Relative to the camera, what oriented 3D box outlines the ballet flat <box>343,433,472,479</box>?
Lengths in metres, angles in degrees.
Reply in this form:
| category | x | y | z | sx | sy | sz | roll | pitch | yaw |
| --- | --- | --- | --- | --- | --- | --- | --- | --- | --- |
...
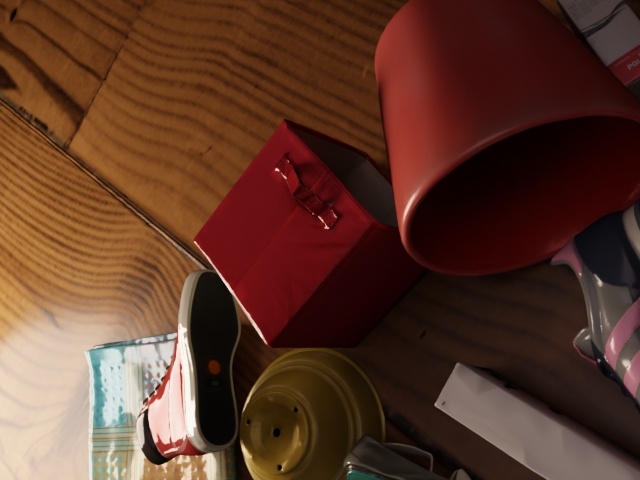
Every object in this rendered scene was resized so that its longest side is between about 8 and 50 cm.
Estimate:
| category | x | y | z | sx | sy | sz | roll | pitch | yaw |
| --- | --- | --- | --- | --- | --- | --- | --- | --- | --- |
| ballet flat | 0.130 | 0.277 | 0.864 | 0.213 | 0.072 | 0.068 | 20 | 50 | 20 |

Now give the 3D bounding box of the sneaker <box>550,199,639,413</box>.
| category | x | y | z | sx | sy | sz | roll | pitch | yaw |
| --- | --- | --- | --- | --- | --- | --- | --- | --- | --- |
| sneaker | 0.333 | 0.126 | 0.770 | 0.131 | 0.112 | 0.319 | -30 | 62 | 41 |

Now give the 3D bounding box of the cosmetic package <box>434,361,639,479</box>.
| category | x | y | z | sx | sy | sz | roll | pitch | yaw |
| --- | --- | --- | --- | --- | --- | --- | --- | --- | --- |
| cosmetic package | 0.245 | 0.211 | 0.793 | 0.239 | 0.099 | 0.060 | 30 | 96 | 31 |

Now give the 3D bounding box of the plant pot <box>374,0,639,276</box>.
| category | x | y | z | sx | sy | sz | roll | pitch | yaw |
| --- | --- | --- | --- | --- | --- | --- | --- | --- | --- |
| plant pot | 0.183 | -0.133 | 0.822 | 0.275 | 0.275 | 0.243 | -31 | 56 | 22 |

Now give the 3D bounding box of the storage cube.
| category | x | y | z | sx | sy | sz | roll | pitch | yaw |
| --- | --- | --- | --- | --- | --- | --- | --- | --- | --- |
| storage cube | 0.000 | 0.000 | 0.921 | 0.193 | 0.215 | 0.183 | -50 | 60 | 19 |

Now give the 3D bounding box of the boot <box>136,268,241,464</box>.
| category | x | y | z | sx | sy | sz | roll | pitch | yaw |
| --- | --- | --- | --- | --- | --- | --- | --- | --- | --- |
| boot | -0.190 | 0.169 | 1.028 | 0.176 | 0.088 | 0.244 | -25 | 58 | 42 |

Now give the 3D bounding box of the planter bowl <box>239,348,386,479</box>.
| category | x | y | z | sx | sy | sz | roll | pitch | yaw |
| --- | --- | --- | --- | --- | --- | --- | --- | --- | --- |
| planter bowl | -0.034 | 0.239 | 0.958 | 0.217 | 0.090 | 0.217 | -7 | 76 | 29 |

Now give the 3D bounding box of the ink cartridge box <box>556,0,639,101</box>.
| category | x | y | z | sx | sy | sz | roll | pitch | yaw |
| --- | --- | --- | --- | --- | --- | --- | --- | --- | --- |
| ink cartridge box | 0.325 | -0.214 | 0.836 | 0.056 | 0.099 | 0.135 | -34 | 65 | 21 |

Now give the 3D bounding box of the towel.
| category | x | y | z | sx | sy | sz | roll | pitch | yaw |
| --- | --- | --- | --- | --- | --- | --- | --- | --- | --- |
| towel | -0.232 | 0.315 | 1.090 | 0.271 | 0.040 | 0.370 | -13 | 73 | 29 |
